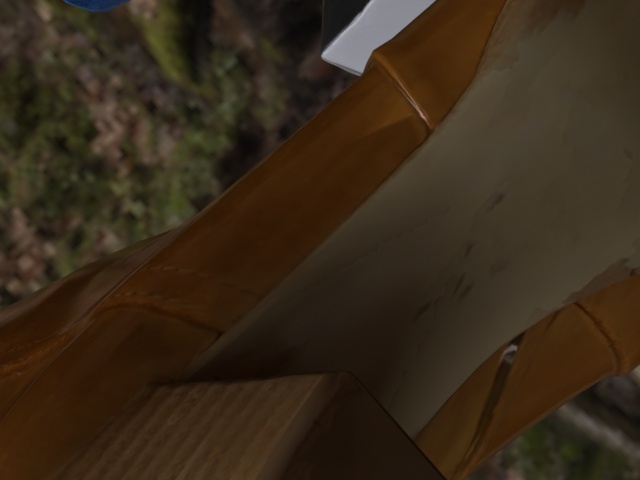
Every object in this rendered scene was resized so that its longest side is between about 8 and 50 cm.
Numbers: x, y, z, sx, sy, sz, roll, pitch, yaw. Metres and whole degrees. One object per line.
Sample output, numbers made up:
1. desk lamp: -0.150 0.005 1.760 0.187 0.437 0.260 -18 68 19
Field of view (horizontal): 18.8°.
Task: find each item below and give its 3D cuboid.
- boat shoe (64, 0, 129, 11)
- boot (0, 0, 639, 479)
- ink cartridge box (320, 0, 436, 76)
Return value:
1. boat shoe: -0.113 -0.170 0.562 0.258 0.109 0.089 72 174 -53
2. boot: 0.000 0.001 0.456 0.211 0.295 0.104 -11 120 51
3. ink cartridge box: 0.114 -0.251 1.003 0.069 0.176 0.371 20 142 -24
